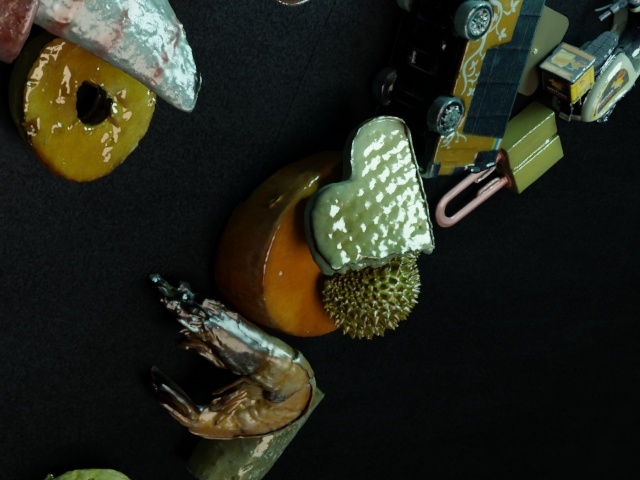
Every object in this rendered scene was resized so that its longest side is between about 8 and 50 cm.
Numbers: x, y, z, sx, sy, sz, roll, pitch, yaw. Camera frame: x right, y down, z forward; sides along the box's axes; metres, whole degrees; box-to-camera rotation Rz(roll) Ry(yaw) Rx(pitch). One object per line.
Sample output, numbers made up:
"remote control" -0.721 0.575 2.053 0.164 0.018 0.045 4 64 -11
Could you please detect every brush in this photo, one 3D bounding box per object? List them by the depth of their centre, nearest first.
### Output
"brush" 0.259 -0.098 1.941 0.233 0.047 0.103 -40 137 -16

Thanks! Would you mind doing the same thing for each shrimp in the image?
"shrimp" -0.141 0.164 1.687 0.178 0.075 0.289 -46 124 12

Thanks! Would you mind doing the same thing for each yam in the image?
"yam" -0.093 0.259 1.805 0.194 0.107 0.107 -54 140 0

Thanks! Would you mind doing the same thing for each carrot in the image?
"carrot" 0.000 0.000 1.739 0.307 0.100 0.258 -29 133 -38

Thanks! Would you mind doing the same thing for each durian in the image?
"durian" 0.096 0.047 1.727 0.208 0.102 0.146 -52 138 -28

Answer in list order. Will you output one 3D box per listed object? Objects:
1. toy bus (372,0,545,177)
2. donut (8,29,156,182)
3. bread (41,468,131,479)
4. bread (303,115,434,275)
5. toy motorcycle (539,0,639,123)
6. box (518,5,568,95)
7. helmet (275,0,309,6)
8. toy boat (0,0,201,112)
"toy bus" 0.176 -0.227 1.707 0.167 0.138 0.275 -4 117 -44
"donut" -0.260 -0.155 1.396 0.162 0.065 0.178 -41 137 -22
"bread" -0.286 0.395 1.663 0.197 0.170 0.197 -24 133 -29
"bread" 0.074 -0.041 1.641 0.172 0.064 0.232 32 67 -13
"toy motorcycle" 0.433 -0.283 1.939 0.263 0.091 0.157 -46 147 -18
"box" 0.297 -0.275 1.868 0.091 0.031 0.126 12 109 -47
"helmet" -0.041 -0.350 1.436 0.175 0.106 0.155 -33 138 -30
"toy boat" -0.221 -0.236 1.303 0.282 0.096 0.206 30 67 -31
